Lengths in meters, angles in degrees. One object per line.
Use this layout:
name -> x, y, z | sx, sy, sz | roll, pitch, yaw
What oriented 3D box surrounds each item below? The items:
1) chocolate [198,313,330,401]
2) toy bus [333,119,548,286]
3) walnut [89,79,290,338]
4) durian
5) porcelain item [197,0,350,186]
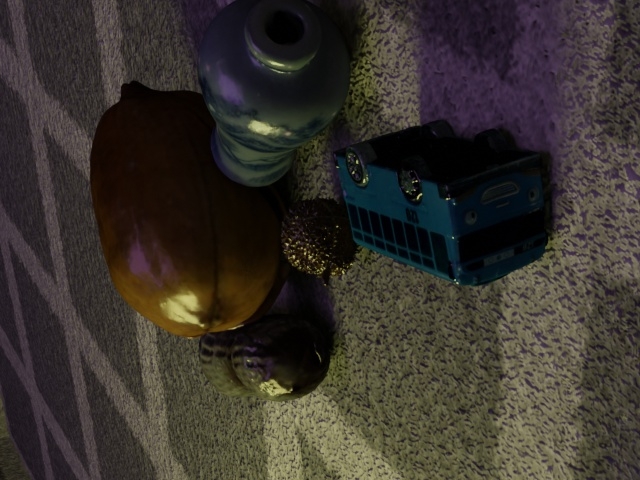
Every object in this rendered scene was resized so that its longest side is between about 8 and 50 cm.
chocolate -> -0.070, 0.130, 1.419 | 0.248, 0.110, 0.110 | -9, 98, 69
toy bus -> 0.093, -0.030, 0.971 | 0.184, 0.090, 0.106 | 24, 128, 63
walnut -> -0.153, -0.050, 1.368 | 0.209, 0.209, 0.336 | 111, 140, -55
durian -> 0.000, 0.000, 1.206 | 0.080, 0.080, 0.091 | 126, 146, -62
porcelain item -> -0.049, -0.138, 1.169 | 0.259, 0.141, 0.141 | 116, 132, -70
